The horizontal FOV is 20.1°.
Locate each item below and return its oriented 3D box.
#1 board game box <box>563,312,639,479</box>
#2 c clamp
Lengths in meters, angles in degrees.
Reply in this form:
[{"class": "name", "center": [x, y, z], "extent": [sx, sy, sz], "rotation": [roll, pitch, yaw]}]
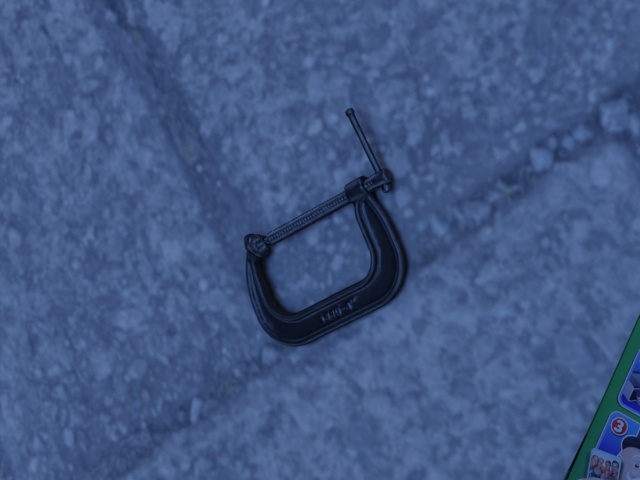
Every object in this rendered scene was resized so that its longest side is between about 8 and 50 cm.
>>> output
[{"class": "board game box", "center": [0.329, 0.141, 1.128], "extent": [0.317, 0.046, 0.213], "rotation": [30, 107, 29]}, {"class": "c clamp", "center": [0.000, 0.000, 1.356], "extent": [0.161, 0.022, 0.137], "rotation": [-35, 79, 28]}]
